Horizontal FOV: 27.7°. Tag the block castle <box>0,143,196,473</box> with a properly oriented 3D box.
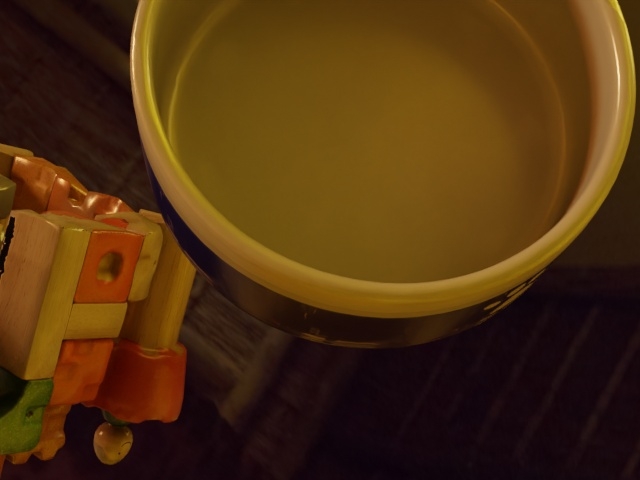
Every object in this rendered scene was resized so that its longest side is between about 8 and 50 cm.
[{"bbox_3d":[-0.321,0.046,0.914,0.303,0.453,0.212,21,-80,34],"label":"block castle"}]

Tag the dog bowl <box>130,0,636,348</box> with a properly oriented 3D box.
[{"bbox_3d":[0.031,-0.077,0.717,0.265,0.104,0.264,1,-110,-4],"label":"dog bowl"}]
